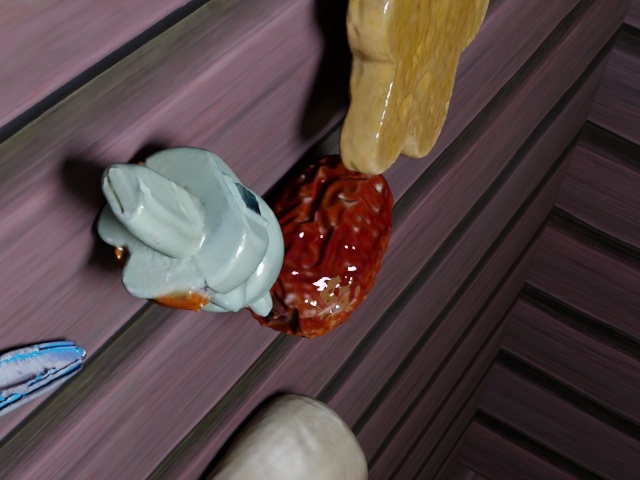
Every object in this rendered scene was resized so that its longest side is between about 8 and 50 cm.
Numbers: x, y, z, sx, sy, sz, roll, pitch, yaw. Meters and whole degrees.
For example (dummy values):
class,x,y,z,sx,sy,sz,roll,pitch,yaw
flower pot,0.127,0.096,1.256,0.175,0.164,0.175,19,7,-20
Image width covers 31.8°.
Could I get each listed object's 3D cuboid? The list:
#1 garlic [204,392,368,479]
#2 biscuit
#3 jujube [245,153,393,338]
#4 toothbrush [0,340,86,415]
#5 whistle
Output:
class,x,y,z,sx,sy,sz,roll,pitch,yaw
garlic,-0.065,0.303,1.216,0.338,0.151,0.196,-43,167,-44
biscuit,0.089,-0.231,0.936,0.275,0.052,0.355,-31,135,-61
jujube,0.000,0.000,0.970,0.109,0.112,0.176,-35,-160,55
toothbrush,-0.243,0.109,0.577,0.042,0.035,0.413,-47,169,25
whistle,-0.084,-0.003,0.748,0.106,0.101,0.253,-58,165,-2
